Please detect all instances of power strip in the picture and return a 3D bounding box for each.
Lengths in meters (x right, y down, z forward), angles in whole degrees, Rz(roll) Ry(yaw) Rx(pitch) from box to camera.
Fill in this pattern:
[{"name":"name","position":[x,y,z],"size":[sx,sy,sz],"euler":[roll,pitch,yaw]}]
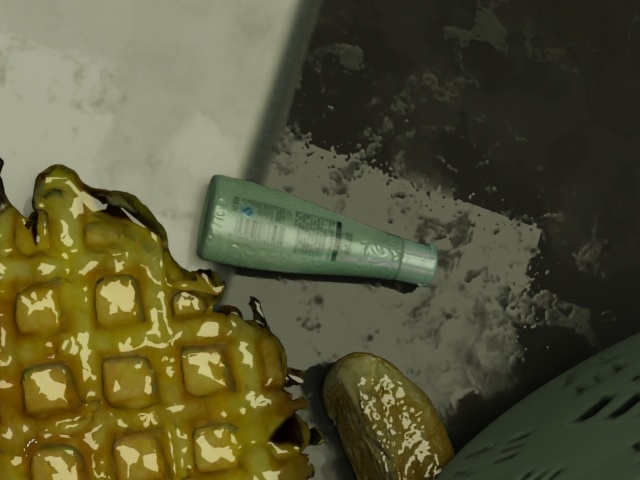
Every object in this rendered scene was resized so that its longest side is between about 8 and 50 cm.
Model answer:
[{"name":"power strip","position":[0.238,0.182,1.134],"size":[0.357,0.357,0.161],"euler":[-32,97,-17]}]

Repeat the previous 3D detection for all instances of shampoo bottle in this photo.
[{"name":"shampoo bottle","position":[0.000,0.000,1.301],"size":[0.190,0.041,0.069],"euler":[12,73,-13]}]

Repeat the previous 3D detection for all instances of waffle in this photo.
[{"name":"waffle","position":[-0.200,0.153,1.202],"size":[0.379,0.095,0.382],"euler":[42,71,-6]}]

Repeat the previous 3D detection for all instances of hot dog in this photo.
[{"name":"hot dog","position":[0.077,0.196,1.270],"size":[0.073,0.084,0.242],"euler":[-21,86,-16]}]

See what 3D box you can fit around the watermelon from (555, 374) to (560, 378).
[{"name":"watermelon","position":[0.271,0.160,1.337],"size":[0.180,0.081,0.094],"euler":[41,90,11]}]
